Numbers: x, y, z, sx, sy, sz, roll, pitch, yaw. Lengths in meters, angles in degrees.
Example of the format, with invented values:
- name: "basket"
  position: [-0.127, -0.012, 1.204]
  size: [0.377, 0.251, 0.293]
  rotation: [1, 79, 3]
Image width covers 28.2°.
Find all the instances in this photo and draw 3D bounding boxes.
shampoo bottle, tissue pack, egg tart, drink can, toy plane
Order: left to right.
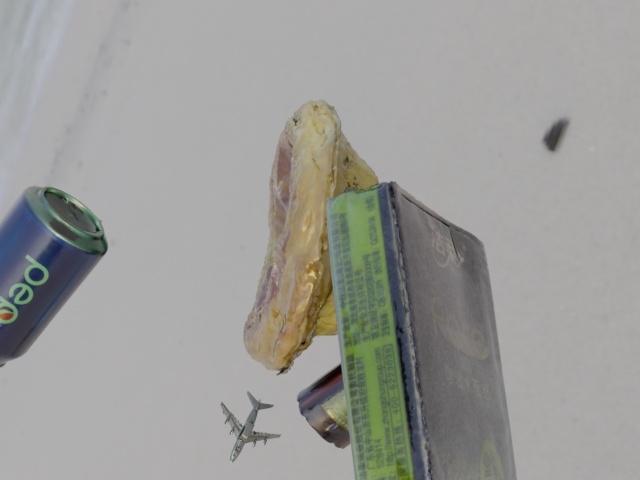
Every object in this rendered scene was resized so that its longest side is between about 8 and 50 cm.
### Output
- name: "drink can"
  position: [-0.338, 0.043, 1.440]
  size: [0.205, 0.118, 0.118]
  rotation: [-51, 28, 12]
- name: "toy plane"
  position: [-0.082, 0.210, 1.420]
  size: [0.024, 0.078, 0.084]
  rotation: [-47, 16, 53]
- name: "egg tart"
  position: [0.000, 0.000, 1.985]
  size: [0.443, 0.178, 0.443]
  rotation: [-169, 90, -82]
- name: "shampoo bottle"
  position: [0.120, 0.200, 2.001]
  size: [0.323, 0.129, 0.084]
  rotation: [-36, 22, 19]
- name: "tissue pack"
  position: [0.128, 0.154, 1.590]
  size: [0.124, 0.288, 0.394]
  rotation: [-17, 64, 25]
